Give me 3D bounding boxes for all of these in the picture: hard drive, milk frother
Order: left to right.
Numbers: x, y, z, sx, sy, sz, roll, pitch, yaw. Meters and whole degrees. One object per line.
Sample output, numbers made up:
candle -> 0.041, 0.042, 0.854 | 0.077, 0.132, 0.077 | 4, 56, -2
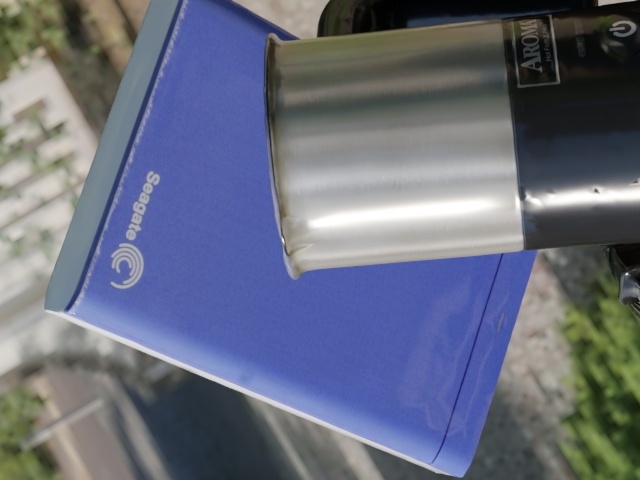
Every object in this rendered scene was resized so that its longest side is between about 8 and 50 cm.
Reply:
hard drive -> 0.000, 0.000, 1.212 | 0.318, 0.210, 0.040 | 26, 167, -35
milk frother -> 0.058, -0.017, 0.673 | 0.129, 0.134, 0.143 | -83, -14, -63
